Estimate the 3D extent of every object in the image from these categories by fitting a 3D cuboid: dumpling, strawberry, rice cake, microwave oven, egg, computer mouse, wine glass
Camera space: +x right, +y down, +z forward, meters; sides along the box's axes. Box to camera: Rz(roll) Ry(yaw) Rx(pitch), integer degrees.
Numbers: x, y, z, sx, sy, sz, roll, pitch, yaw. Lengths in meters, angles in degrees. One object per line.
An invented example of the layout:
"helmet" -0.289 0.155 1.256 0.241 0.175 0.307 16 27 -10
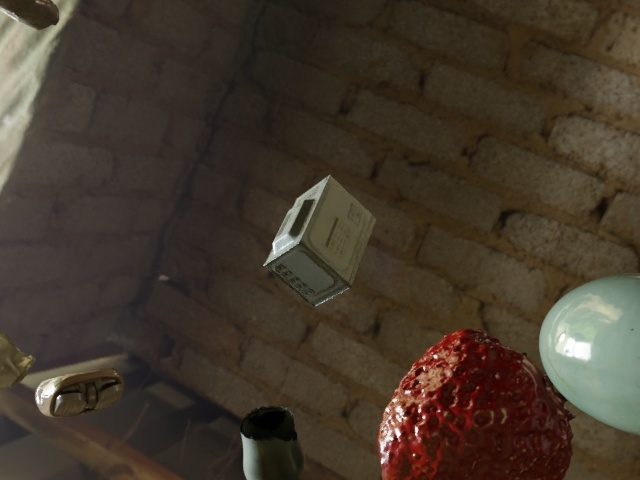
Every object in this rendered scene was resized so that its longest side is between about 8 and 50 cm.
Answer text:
"dumpling" -0.597 0.204 1.114 0.169 0.100 0.134 44 -166 -16
"strawberry" 0.205 0.274 0.911 0.257 0.277 0.257 51 162 24
"rice cake" -0.487 -0.370 0.874 0.298 0.050 0.106 32 -178 19
"microwave oven" 0.000 0.000 1.294 0.162 0.122 0.208 41 -137 -17
"egg" 0.337 0.117 0.680 0.168 0.168 0.231 18 171 -32
"computer mouse" -0.468 0.297 1.262 0.145 0.081 0.237 -3 170 -36
"wine glass" -0.054 0.310 0.827 0.079 0.195 0.079 -7 -159 3
